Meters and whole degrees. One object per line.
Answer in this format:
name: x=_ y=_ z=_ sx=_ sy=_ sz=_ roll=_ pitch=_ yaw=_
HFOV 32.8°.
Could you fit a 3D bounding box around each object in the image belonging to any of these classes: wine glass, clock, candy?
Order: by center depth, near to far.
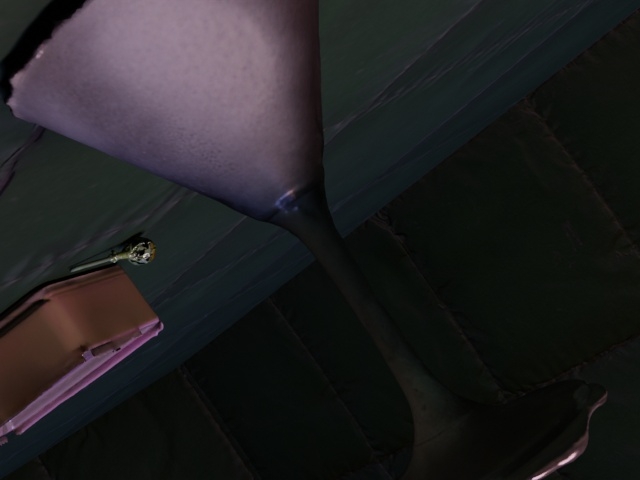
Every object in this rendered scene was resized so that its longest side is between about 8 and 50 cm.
wine glass: x=0.000 y=0.000 z=0.433 sx=0.156 sy=0.232 sz=0.156 roll=-34 pitch=177 yaw=-2
candy: x=-0.164 y=0.014 z=0.849 sx=0.083 sy=0.025 sz=0.023 roll=-18 pitch=137 yaw=-46
clock: x=-0.241 y=0.106 z=0.895 sx=0.192 sy=0.071 sz=0.147 roll=-36 pitch=176 yaw=17
